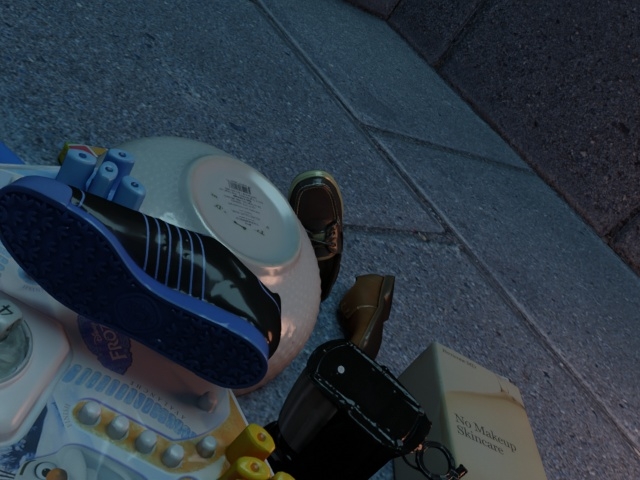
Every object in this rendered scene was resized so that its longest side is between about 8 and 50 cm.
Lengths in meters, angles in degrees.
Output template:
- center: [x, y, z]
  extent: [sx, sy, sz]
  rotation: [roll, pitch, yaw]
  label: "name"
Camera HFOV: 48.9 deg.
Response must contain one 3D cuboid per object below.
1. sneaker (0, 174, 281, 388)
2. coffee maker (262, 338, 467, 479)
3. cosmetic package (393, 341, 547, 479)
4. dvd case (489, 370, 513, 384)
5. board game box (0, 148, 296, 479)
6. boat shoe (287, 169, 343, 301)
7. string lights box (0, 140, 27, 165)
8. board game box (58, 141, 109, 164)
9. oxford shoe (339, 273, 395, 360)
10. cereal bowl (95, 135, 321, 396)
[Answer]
- center: [-0.130, 0.021, 0.539]
  extent: [0.232, 0.081, 0.090]
  rotation: [38, 29, -14]
  label: "sneaker"
- center: [0.012, 0.216, 0.683]
  extent: [0.120, 0.178, 0.171]
  rotation: [2, 41, -46]
  label: "coffee maker"
- center: [0.183, 0.288, 0.857]
  extent: [0.160, 0.113, 0.309]
  rotation: [29, 29, -17]
  label: "cosmetic package"
- center: [0.280, 0.245, 1.151]
  extent: [0.119, 0.013, 0.087]
  rotation: [26, 29, -25]
  label: "dvd case"
- center: [-0.240, 0.069, 0.487]
  extent: [0.389, 0.050, 0.390]
  rotation: [-2, 50, -45]
  label: "board game box"
- center: [-0.001, 0.001, 0.997]
  extent: [0.080, 0.224, 0.073]
  rotation: [-7, 47, -6]
  label: "boat shoe"
- center: [-0.297, 0.011, 0.676]
  extent: [0.259, 0.133, 0.077]
  rotation: [41, 29, 6]
  label: "string lights box"
- center: [-0.242, -0.027, 0.919]
  extent: [0.124, 0.039, 0.259]
  rotation: [5, 44, -47]
  label: "board game box"
- center: [0.059, 0.118, 1.043]
  extent: [0.076, 0.076, 0.212]
  rotation: [9, 28, 10]
  label: "oxford shoe"
- center: [-0.127, 0.005, 0.830]
  extent: [0.339, 0.141, 0.339]
  rotation: [30, 37, -26]
  label: "cereal bowl"
